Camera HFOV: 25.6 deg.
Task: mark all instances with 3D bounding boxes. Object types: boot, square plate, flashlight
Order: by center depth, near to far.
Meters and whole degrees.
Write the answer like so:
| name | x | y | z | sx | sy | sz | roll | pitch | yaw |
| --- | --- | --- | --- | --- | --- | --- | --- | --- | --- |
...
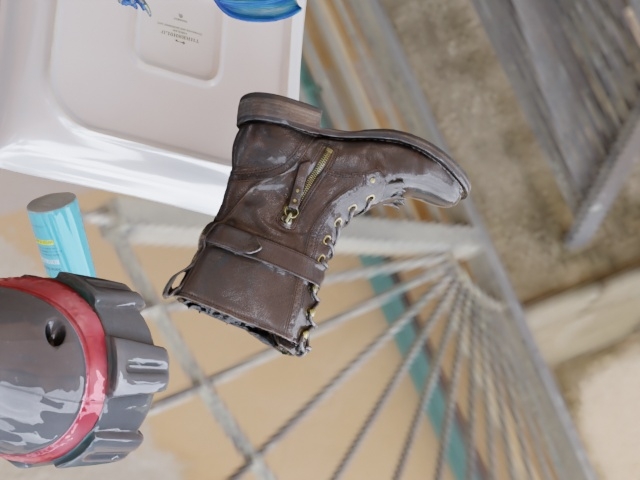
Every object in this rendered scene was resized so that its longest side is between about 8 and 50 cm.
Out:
| name | x | y | z | sx | sy | sz | roll | pitch | yaw |
| --- | --- | --- | --- | --- | --- | --- | --- | --- | --- |
| flashlight | -0.197 | 0.055 | 0.613 | 0.103 | 0.103 | 0.304 | -33 | 159 | 24 |
| boot | 0.000 | 0.000 | 1.320 | 0.263 | 0.229 | 0.091 | 16 | 164 | -11 |
| square plate | -0.155 | -0.206 | 1.412 | 0.347 | 0.344 | 0.049 | 13 | 162 | -31 |

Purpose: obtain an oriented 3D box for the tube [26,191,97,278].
| name | x | y | z | sx | sy | sz | roll | pitch | yaw |
| --- | --- | --- | --- | --- | --- | --- | --- | --- | --- |
| tube | -0.257 | 0.052 | 1.477 | 0.052 | 0.207 | 0.080 | -27 | -152 | -32 |

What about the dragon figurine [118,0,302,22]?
| name | x | y | z | sx | sy | sz | roll | pitch | yaw |
| --- | --- | --- | --- | --- | --- | --- | --- | --- | --- |
| dragon figurine | -0.053 | -0.236 | 1.145 | 0.289 | 0.085 | 0.144 | 8 | 157 | 11 |
